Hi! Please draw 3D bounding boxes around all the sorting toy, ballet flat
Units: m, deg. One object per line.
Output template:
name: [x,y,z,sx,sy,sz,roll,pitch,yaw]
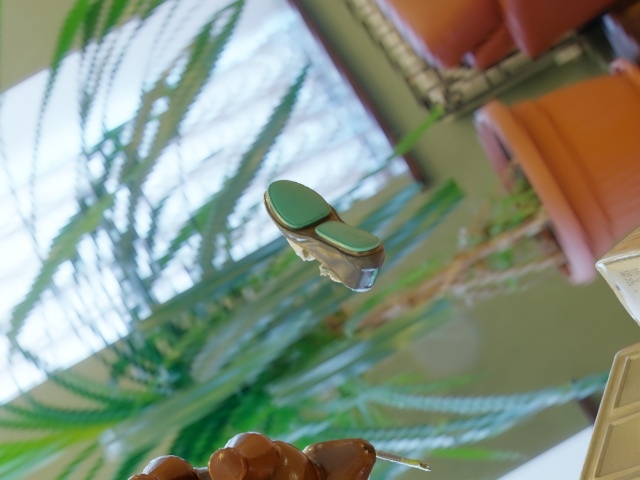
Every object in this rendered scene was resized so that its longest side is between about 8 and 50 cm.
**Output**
sorting toy: [0.363,0.126,1.410,0.041,0.307,0.229,48,-137,-16]
ballet flat: [0.000,0.000,1.787,0.203,0.074,0.074,35,159,47]

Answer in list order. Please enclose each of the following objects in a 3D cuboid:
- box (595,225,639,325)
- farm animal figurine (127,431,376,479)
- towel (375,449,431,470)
box: [0.385,-0.024,1.256,0.148,0.311,0.121,51,167,-2]
farm animal figurine: [0.007,0.265,0.822,0.330,0.327,0.172,47,-168,15]
towel: [0.069,0.219,1.660,0.083,0.009,0.060,13,172,19]
